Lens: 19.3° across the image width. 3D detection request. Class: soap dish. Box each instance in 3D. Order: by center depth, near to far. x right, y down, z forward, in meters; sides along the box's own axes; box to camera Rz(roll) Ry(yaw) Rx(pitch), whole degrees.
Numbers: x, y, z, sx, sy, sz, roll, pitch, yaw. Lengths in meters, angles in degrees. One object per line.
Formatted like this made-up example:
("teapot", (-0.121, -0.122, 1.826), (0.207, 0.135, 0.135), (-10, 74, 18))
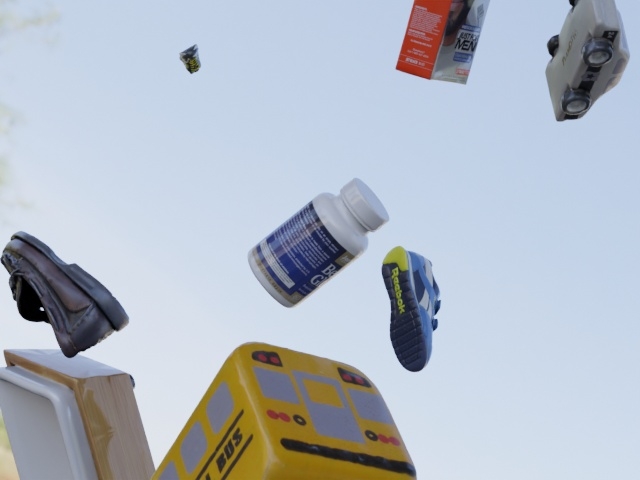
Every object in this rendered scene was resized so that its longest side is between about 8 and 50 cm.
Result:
("soap dish", (-0.301, 0.281, 2.405), (0.229, 0.118, 0.291), (11, -61, 57))

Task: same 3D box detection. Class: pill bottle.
("pill bottle", (0.000, 0.000, 2.331), (0.094, 0.169, 0.094), (47, 15, -17))

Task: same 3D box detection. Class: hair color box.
("hair color box", (0.149, -0.266, 2.150), (0.053, 0.167, 0.093), (20, 11, 30))

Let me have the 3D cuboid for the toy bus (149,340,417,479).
("toy bus", (-0.074, 0.229, 1.130), (0.108, 0.333, 0.130), (15, 31, -32))

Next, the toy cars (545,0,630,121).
("toy cars", (0.326, -0.321, 2.141), (0.087, 0.394, 0.176), (-1, 16, -11))

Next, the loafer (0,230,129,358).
("loafer", (-0.350, 0.068, 2.383), (0.302, 0.095, 0.109), (24, -27, 55))

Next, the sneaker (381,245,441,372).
("sneaker", (0.109, 0.077, 2.090), (0.059, 0.144, 0.053), (13, -26, -41))

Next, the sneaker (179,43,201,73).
("sneaker", (-0.192, -0.272, 2.828), (0.035, 0.031, 0.083), (60, -5, -1))
